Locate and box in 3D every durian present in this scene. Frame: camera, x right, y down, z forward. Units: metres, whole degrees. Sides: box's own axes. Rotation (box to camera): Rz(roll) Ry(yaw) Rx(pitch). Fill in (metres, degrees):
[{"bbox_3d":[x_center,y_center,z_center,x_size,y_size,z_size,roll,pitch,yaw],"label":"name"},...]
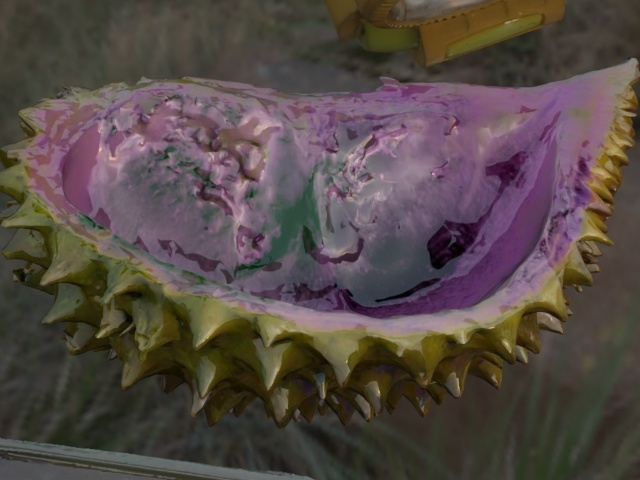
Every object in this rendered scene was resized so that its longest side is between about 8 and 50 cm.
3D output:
[{"bbox_3d":[-0.001,0.015,0.789,0.260,0.154,0.186,3,18,2],"label":"durian"}]

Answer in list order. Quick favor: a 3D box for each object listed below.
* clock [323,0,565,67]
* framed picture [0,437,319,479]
[{"bbox_3d":[0.112,-0.259,1.529,0.244,0.200,0.317,-22,-3,-3],"label":"clock"},{"bbox_3d":[-0.091,0.201,1.030,0.260,0.023,0.189,9,60,-14],"label":"framed picture"}]
